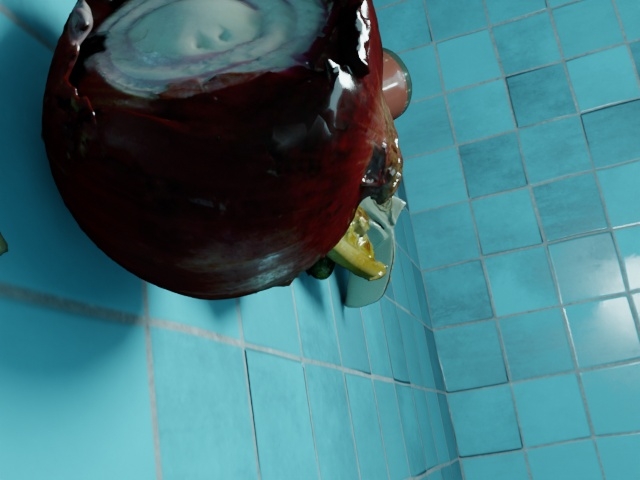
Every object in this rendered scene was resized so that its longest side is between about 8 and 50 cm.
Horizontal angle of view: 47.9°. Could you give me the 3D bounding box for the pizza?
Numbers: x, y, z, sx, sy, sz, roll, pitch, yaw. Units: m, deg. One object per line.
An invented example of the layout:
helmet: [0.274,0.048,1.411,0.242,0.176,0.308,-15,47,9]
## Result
pizza: [0.014,-0.064,1.299,0.323,0.089,0.223,42,24,-35]

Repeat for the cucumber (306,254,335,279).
cucumber: [0.000,0.000,1.378,0.227,0.069,0.069,-87,158,-58]

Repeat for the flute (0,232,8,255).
flute: [-0.274,-0.081,0.474,0.027,0.027,0.233,-81,154,-56]

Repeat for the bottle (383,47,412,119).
bottle: [0.015,-0.236,1.264,0.336,0.144,0.143,-31,110,-42]

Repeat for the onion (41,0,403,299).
onion: [-0.091,-0.102,0.659,0.341,0.342,0.341,-13,90,-76]

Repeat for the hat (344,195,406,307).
hat: [0.066,-0.009,1.543,0.258,0.168,0.301,-114,-147,-83]
